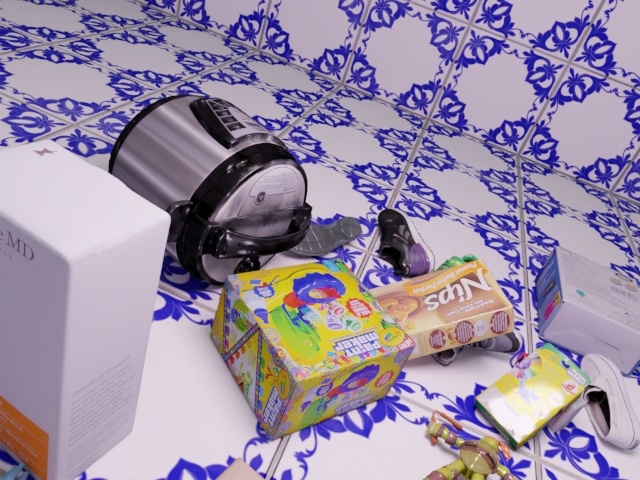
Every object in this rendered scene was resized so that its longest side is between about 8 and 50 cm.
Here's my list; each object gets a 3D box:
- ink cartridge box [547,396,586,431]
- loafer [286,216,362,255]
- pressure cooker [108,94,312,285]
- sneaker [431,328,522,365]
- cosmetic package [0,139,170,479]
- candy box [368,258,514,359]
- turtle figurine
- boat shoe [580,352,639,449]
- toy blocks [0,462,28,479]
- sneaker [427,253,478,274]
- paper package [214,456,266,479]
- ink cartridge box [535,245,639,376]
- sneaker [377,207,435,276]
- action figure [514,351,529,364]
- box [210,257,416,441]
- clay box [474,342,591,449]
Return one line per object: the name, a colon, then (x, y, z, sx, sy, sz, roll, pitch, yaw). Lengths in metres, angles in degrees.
ink cartridge box: (0.530, 0.362, 1.249, 0.052, 0.088, 0.122, -2, 38, -36)
loafer: (0.000, 0.000, 1.534, 0.268, 0.084, 0.096, -14, 77, -37)
pressure cooker: (-0.232, -0.101, 1.276, 0.420, 0.375, 0.370, 37, 70, 24)
sneaker: (0.357, 0.247, 1.324, 0.269, 0.101, 0.153, 18, 32, 7)
cosmetic package: (-0.378, 0.118, 0.767, 0.230, 0.452, 0.161, 30, 33, 17)
candy box: (0.260, 0.164, 1.261, 0.317, 0.087, 0.182, -15, 35, 1)
turtle figurine: (0.298, 0.432, 1.015, 0.270, 0.087, 0.217, 36, 35, 24)
boat shoe: (0.677, 0.375, 1.315, 0.088, 0.096, 0.267, 20, 40, -10)
toy blocks: (-0.421, 0.378, 0.727, 0.123, 0.054, 0.148, 22, 31, 4)
sneaker: (0.347, 0.102, 1.507, 0.109, 0.123, 0.296, 35, 34, 25)
paper package: (-0.094, 0.486, 0.641, 0.325, 0.168, 0.310, 33, 34, 21)
ink cartridge box: (0.801, 0.179, 1.619, 0.270, 0.151, 0.395, 25, 34, 6)
sneaker: (0.221, -0.003, 1.623, 0.124, 0.107, 0.283, -5, 39, -25)
action figure: (0.515, 0.313, 1.373, 0.038, 0.030, 0.115, 36, 30, 15)
box: (-0.023, 0.203, 1.103, 0.290, 0.176, 0.279, -8, 43, -37)
clay box: (0.465, 0.335, 1.188, 0.222, 0.053, 0.127, -32, 52, -14)
